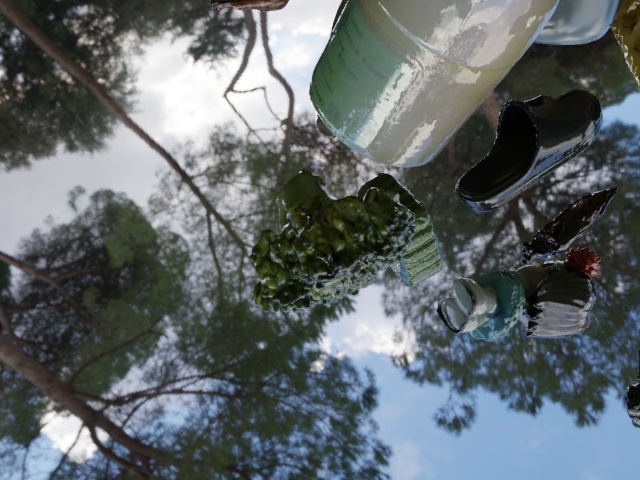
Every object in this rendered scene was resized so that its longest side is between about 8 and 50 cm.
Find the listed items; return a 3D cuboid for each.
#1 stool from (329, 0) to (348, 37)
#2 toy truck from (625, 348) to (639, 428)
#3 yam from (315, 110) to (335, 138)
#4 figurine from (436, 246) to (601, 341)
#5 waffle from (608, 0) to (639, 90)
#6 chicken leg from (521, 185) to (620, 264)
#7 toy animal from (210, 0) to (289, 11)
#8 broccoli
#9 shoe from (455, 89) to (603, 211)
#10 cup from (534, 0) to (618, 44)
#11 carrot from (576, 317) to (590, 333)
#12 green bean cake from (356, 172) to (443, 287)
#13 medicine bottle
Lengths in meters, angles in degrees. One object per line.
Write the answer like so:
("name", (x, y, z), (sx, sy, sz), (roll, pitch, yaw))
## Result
("stool", (0.171, -0.405, 1.312), (0.264, 0.179, 0.179), (9, -153, -27))
("toy truck", (0.641, 0.250, 1.157), (0.161, 0.213, 0.177), (-6, -116, 29))
("yam", (0.024, -0.344, 1.644), (0.081, 0.081, 0.356), (-20, -157, 9))
("figurine", (0.293, 0.081, 0.912), (0.245, 0.138, 0.110), (-3, -139, -29))
("waffle", (0.437, -0.297, 0.738), (0.055, 0.248, 0.221), (11, -133, -4))
("chicken leg", (0.510, -0.030, 1.317), (0.234, 0.063, 0.105), (-40, -172, -3))
("toy animal", (-0.063, -0.416, 0.918), (0.230, 0.224, 0.066), (-10, -111, 3))
("broccoli", (0.018, 0.018, 1.254), (0.272, 0.334, 0.324), (25, -98, -2))
("shoe", (0.285, -0.145, 0.891), (0.241, 0.093, 0.108), (-39, -146, -2))
("cup", (0.474, -0.584, 1.379), (0.259, 0.274, 0.357), (-20, -147, -35))
("carrot", (0.472, 0.114, 1.206), (0.059, 0.248, 0.059), (-14, -125, 20))
("green bean cake", (0.189, -0.034, 1.560), (0.125, 0.222, 0.248), (-30, -139, -5))
("medicine bottle", (0.164, -0.306, 0.824), (0.406, 0.236, 0.236), (-54, -170, 49))
